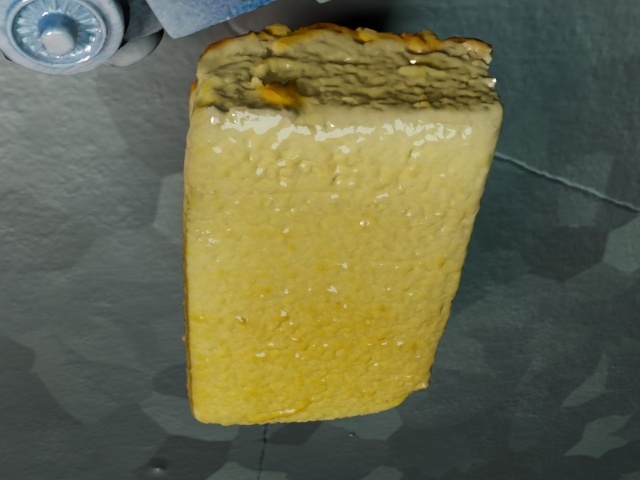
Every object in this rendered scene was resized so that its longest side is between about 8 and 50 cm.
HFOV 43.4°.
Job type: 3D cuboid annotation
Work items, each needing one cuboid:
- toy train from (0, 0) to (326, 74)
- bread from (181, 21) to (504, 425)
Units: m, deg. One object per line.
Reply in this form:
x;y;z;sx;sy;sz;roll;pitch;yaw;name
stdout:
-0.109;-0.213;0.375;0.202;0.131;0.300;-19;146;7;toy train
0.000;0.000;0.531;0.184;0.114;0.275;-1;134;-9;bread
